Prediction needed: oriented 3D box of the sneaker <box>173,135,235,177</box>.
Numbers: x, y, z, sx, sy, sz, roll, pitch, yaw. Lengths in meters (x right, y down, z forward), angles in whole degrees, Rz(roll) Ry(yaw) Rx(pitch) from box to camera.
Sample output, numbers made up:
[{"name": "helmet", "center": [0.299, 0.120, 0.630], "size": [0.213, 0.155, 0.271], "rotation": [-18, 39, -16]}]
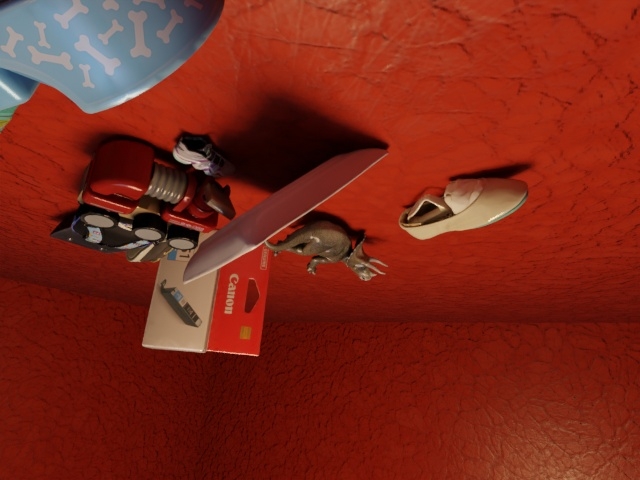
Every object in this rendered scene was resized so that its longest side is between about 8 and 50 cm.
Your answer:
[{"name": "sneaker", "center": [-0.170, -0.130, 0.614], "size": [0.098, 0.038, 0.069], "rotation": [15, 160, -27]}]

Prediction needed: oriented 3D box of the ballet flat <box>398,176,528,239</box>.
[{"name": "ballet flat", "center": [0.221, -0.057, 0.679], "size": [0.086, 0.086, 0.248], "rotation": [13, 161, -22]}]

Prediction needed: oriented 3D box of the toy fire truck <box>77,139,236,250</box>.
[{"name": "toy fire truck", "center": [-0.242, -0.076, 0.646], "size": [0.217, 0.158, 0.246], "rotation": [21, 147, -37]}]

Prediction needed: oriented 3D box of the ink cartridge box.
[{"name": "ink cartridge box", "center": [-0.262, 0.120, 0.982], "size": [0.262, 0.295, 0.066], "rotation": [6, 161, -5]}]

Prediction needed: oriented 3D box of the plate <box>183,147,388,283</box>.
[{"name": "plate", "center": [-0.068, -0.044, 0.611], "size": [0.045, 0.278, 0.277], "rotation": [57, 144, -6]}]

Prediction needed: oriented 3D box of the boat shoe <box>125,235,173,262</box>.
[{"name": "boat shoe", "center": [-0.346, -0.016, 0.905], "size": [0.228, 0.081, 0.069], "rotation": [-28, 157, 28]}]

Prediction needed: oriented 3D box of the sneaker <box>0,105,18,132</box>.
[{"name": "sneaker", "center": [-0.430, -0.157, 0.493], "size": [0.107, 0.109, 0.275], "rotation": [19, 156, -36]}]

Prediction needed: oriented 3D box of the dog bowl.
[{"name": "dog bowl", "center": [-0.225, -0.168, 0.315], "size": [0.298, 0.165, 0.074], "rotation": [-9, 146, 17]}]

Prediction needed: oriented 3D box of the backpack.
[{"name": "backpack", "center": [-0.397, -0.047, 0.800], "size": [0.158, 0.116, 0.173], "rotation": [19, 156, -37]}]

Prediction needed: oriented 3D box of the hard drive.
[{"name": "hard drive", "center": [-0.531, -0.022, 1.006], "size": [0.255, 0.054, 0.172], "rotation": [-9, 157, 33]}]

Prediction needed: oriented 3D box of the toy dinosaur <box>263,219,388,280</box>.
[{"name": "toy dinosaur", "center": [0.000, 0.000, 0.889], "size": [0.161, 0.120, 0.314], "rotation": [-22, 145, 32]}]
